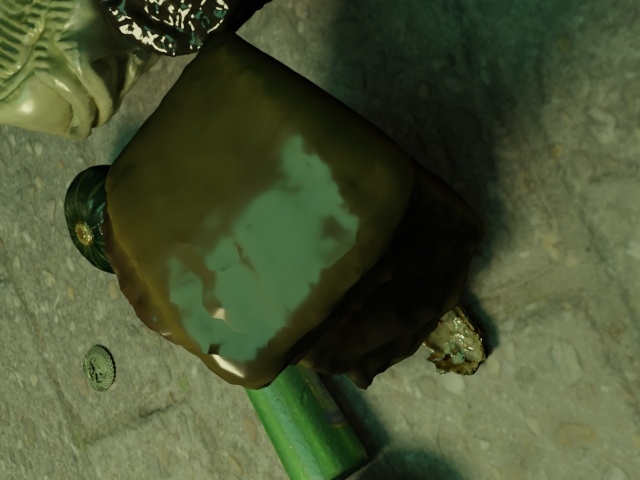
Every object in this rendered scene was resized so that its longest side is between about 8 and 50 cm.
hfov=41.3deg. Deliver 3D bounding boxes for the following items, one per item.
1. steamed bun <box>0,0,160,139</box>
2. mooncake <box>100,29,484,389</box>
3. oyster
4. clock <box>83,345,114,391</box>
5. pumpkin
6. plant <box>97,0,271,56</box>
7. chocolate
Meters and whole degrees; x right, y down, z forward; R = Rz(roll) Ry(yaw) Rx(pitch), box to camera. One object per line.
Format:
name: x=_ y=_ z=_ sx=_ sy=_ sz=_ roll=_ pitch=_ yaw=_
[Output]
steamed bun: x=-0.323 y=-0.263 z=1.139 sx=0.268 sy=0.207 sz=0.280 roll=-13 pitch=73 yaw=36
mooncake: x=0.000 y=0.000 z=0.799 sx=0.246 sy=0.394 sz=0.393 roll=-49 pitch=29 yaw=11
oyster: x=0.142 y=0.088 z=0.957 sx=0.086 sy=0.029 sz=0.132 roll=-14 pitch=87 yaw=34
clock: x=-0.368 y=0.212 z=1.412 sx=0.083 sy=0.010 sz=0.074 roll=-46 pitch=71 yaw=35
pumpkin: x=-0.291 y=-0.028 z=1.220 sx=0.167 sy=0.125 sz=0.167 roll=11 pitch=107 yaw=40
plant: x=-0.126 y=-0.328 z=0.909 sx=0.194 sy=0.320 sz=0.181 roll=-10 pitch=123 yaw=21
chocolate: x=-0.050 y=0.184 z=1.093 sx=0.110 sy=0.110 sz=0.291 roll=-44 pitch=70 yaw=37
